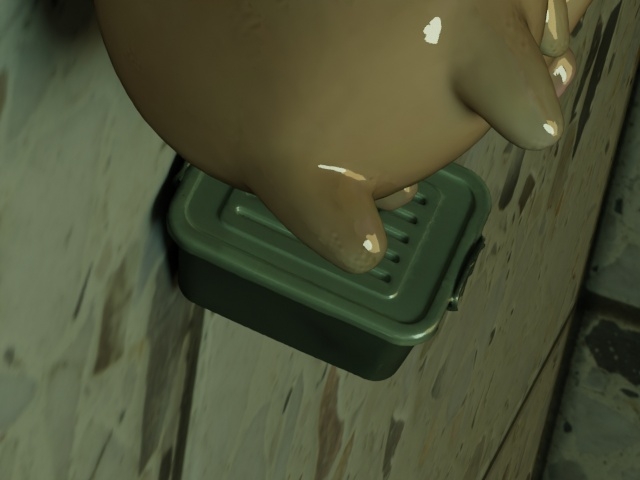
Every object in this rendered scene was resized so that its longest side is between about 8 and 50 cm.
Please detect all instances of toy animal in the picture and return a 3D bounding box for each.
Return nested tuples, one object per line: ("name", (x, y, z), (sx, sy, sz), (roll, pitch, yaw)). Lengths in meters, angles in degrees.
("toy animal", (0.012, -0.090, 0.634), (0.166, 0.154, 0.250), (-31, -175, 15))

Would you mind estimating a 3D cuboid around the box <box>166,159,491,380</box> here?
("box", (0.000, 0.000, 0.780), (0.069, 0.122, 0.084), (108, 8, -63))
